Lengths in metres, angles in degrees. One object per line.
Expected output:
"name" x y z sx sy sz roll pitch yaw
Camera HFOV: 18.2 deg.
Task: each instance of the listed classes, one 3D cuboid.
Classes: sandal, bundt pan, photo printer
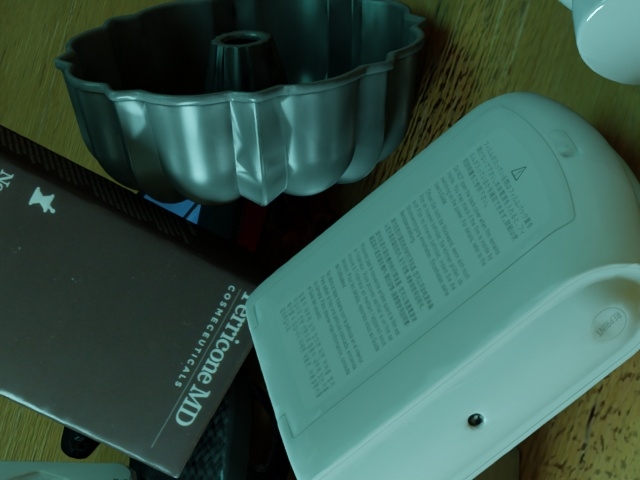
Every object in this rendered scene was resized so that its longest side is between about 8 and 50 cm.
"sandal" -0.094 0.188 1.885 0.446 0.107 0.167 -162 87 -78
"bundt pan" -0.063 -0.123 1.778 0.331 0.331 0.124 -136 37 -63
"photo printer" 0.100 0.042 1.448 0.307 0.107 0.256 -40 34 13

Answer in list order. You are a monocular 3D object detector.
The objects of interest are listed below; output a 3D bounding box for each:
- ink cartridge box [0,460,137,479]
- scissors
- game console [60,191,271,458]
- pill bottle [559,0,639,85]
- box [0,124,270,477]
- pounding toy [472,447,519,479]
"ink cartridge box" -0.292 0.353 1.971 0.115 0.198 0.273 -105 23 -50
"scissors" 0.000 0.000 1.882 0.109 0.021 0.297 -58 30 25
"game console" -0.145 0.004 2.034 0.386 0.060 0.342 -48 20 44
"pill bottle" 0.224 -0.248 1.409 0.152 0.152 0.272 -44 38 47
"box" -0.248 0.028 1.697 0.191 0.381 0.143 -61 18 8
"pounding toy" 0.080 0.220 1.478 0.130 0.100 0.141 -35 44 54
